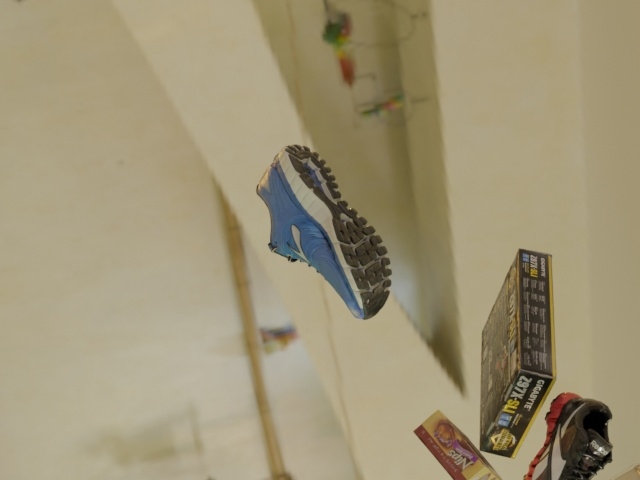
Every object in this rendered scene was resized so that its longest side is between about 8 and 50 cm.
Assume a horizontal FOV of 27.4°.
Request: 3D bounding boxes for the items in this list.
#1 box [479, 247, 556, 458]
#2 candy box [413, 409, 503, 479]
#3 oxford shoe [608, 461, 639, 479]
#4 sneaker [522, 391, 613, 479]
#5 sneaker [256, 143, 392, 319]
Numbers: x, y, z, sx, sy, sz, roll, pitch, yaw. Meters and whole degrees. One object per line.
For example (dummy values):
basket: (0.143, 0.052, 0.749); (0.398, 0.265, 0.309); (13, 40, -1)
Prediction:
box: (0.379, 0.217, 2.542); (0.322, 0.079, 0.257); (-82, -173, -46)
candy box: (0.207, 0.318, 1.892); (0.109, 0.053, 0.186); (50, 3, 28)
oxford shoe: (0.529, 0.351, 1.796); (0.130, 0.449, 0.169); (91, -22, -66)
sneaker: (0.446, 0.396, 2.340); (0.135, 0.097, 0.276); (-11, -131, 53)
sneaker: (0.000, 0.000, 2.282); (0.147, 0.129, 0.330); (-42, -108, 34)
